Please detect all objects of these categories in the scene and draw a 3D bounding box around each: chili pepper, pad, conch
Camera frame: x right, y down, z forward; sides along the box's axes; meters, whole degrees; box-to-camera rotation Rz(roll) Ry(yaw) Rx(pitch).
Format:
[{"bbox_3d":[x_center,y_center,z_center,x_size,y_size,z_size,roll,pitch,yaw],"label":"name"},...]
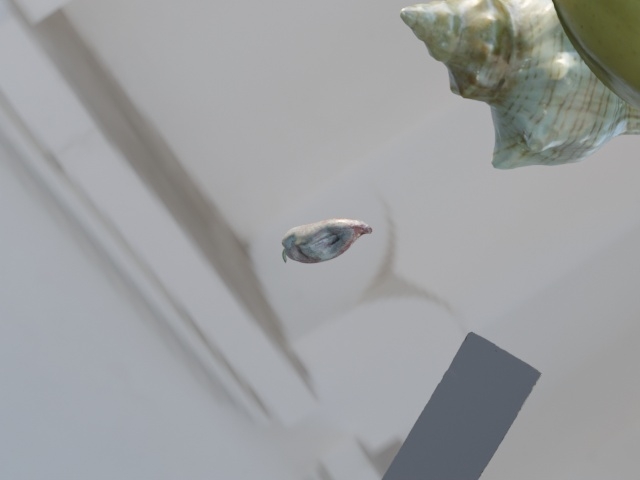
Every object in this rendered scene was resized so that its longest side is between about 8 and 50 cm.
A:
[{"bbox_3d":[0.000,0.001,2.236,0.153,0.041,0.050,-11,-47,45],"label":"chili pepper"},{"bbox_3d":[0.146,0.227,2.009,0.004,0.243,0.163,31,0,-29],"label":"pad"},{"bbox_3d":[0.248,-0.157,1.898,0.386,0.203,0.170,30,33,-12],"label":"conch"}]

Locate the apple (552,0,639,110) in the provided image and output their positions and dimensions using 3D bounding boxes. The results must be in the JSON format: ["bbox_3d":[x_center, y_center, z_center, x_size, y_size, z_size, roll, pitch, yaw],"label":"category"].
[{"bbox_3d":[0.337,-0.243,1.643,0.279,0.279,0.279,56,1,-1],"label":"apple"}]
